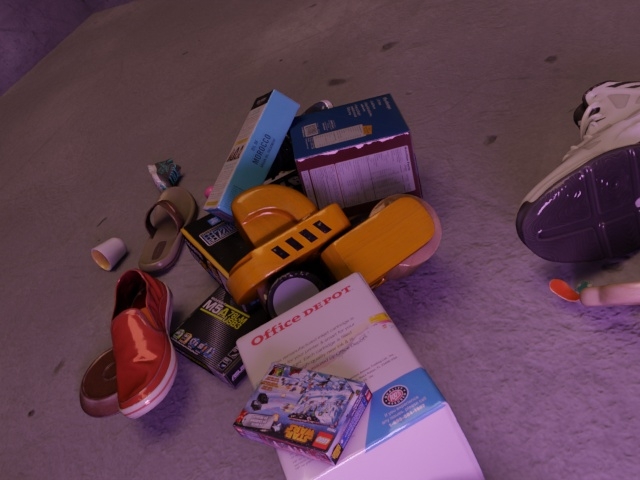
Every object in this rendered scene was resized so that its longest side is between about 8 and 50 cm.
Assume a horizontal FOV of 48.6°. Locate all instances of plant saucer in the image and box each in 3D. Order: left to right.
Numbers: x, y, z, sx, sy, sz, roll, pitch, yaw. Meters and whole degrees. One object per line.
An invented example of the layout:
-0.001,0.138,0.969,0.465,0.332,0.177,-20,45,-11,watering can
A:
-0.375,0.246,1.304,0.169,0.029,0.168,-17,38,14,plant saucer

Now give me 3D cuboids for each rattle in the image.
0.411,0.113,0.951,0.200,0.142,0.130,-13,3,44,rattle

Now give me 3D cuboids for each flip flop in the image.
-0.355,-0.038,1.595,0.112,0.080,0.277,-14,38,19,flip flop

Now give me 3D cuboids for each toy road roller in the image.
0.000,0.000,1.129,0.330,0.240,0.202,-31,-9,-10,toy road roller

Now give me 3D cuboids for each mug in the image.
-0.485,0.024,1.625,0.078,0.062,0.064,13,44,34,mug

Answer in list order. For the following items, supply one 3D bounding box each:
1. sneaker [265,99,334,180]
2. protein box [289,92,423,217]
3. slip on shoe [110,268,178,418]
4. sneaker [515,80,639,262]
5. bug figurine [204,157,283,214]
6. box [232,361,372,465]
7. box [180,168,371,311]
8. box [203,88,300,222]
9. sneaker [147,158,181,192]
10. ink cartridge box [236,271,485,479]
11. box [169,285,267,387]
-0.074,-0.193,1.413,0.164,0.086,0.226,-16,-17,-36,sneaker
0.059,-0.152,1.292,0.201,0.135,0.199,-14,31,2,protein box
-0.320,0.171,1.235,0.123,0.101,0.331,-32,36,13,slip on shoe
0.455,-0.124,1.137,0.448,0.169,0.257,-27,26,-12,sneaker
-0.151,-0.144,1.600,0.216,0.072,0.279,-4,42,30,bug figurine
-0.021,0.192,0.799,0.137,0.027,0.094,5,47,37,box
-0.071,-0.022,1.353,0.322,0.079,0.257,-29,33,-18,box
-0.129,-0.154,1.314,0.100,0.060,0.244,2,66,66,box
-0.386,-0.166,1.793,0.076,0.065,0.166,-29,37,-8,sneaker
0.045,0.220,0.915,0.198,0.197,0.270,-30,36,-2,ink cartridge box
-0.153,0.152,1.260,0.191,0.045,0.184,20,58,46,box
